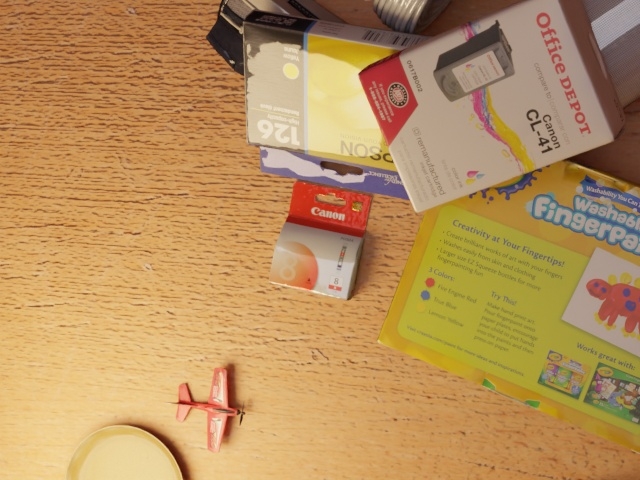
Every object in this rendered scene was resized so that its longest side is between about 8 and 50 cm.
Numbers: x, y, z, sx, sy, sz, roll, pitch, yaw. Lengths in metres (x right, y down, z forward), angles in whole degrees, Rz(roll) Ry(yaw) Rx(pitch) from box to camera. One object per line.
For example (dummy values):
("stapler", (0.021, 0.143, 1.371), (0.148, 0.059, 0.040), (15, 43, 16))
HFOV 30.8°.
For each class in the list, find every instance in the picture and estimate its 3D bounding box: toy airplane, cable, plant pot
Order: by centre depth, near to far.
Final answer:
("cable", (0.182, -0.432, 1.790), (0.089, 0.257, 0.257), (40, 97, 7))
("toy airplane", (-0.201, 0.294, 2.032), (0.151, 0.028, 0.151), (0, 89, 17))
("plant pot", (-0.346, 0.446, 2.077), (0.236, 0.032, 0.236), (0, 91, 17))

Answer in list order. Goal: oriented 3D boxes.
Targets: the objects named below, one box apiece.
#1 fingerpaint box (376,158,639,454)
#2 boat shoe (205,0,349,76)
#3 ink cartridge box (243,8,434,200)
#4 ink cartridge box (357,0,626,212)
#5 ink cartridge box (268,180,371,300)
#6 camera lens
("fingerpaint box", (0.366, 0.065, 1.790), (0.444, 0.163, 0.371), (21, 98, 15))
("boat shoe", (-0.034, -0.305, 1.942), (0.340, 0.127, 0.158), (42, 129, 3))
("ink cartridge box", (0.026, -0.200, 1.858), (0.303, 0.072, 0.307), (11, 125, 16))
("ink cartridge box", (0.239, -0.198, 1.626), (0.306, 0.131, 0.226), (-20, 97, 27))
("ink cartridge box", (0.000, 0.000, 1.961), (0.145, 0.045, 0.179), (12, 97, 16))
("camera lens", (0.404, -0.295, 1.743), (0.274, 0.219, 0.219), (-35, 81, 14))
